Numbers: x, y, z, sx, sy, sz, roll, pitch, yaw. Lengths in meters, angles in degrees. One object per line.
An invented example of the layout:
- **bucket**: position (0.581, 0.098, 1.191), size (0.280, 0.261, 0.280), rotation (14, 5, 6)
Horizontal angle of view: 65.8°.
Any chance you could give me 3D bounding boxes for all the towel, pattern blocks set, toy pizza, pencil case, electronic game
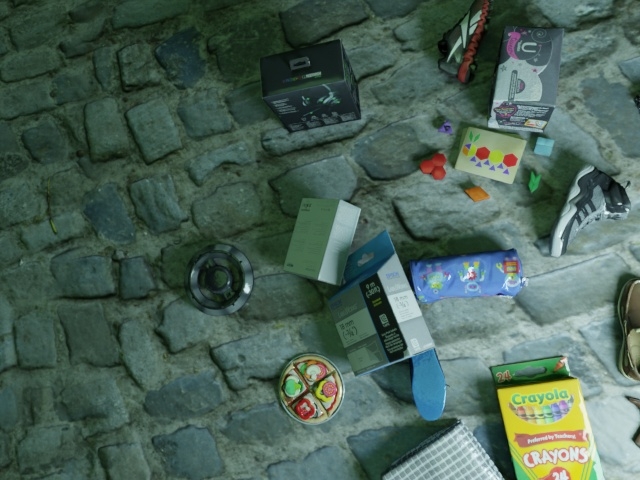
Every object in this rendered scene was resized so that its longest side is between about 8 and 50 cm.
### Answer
- **towel**: position (0.317, 0.637, 1.269), size (0.283, 0.121, 0.235), rotation (-38, 72, 6)
- **pattern blocks set**: position (0.485, -0.249, 1.434), size (0.324, 0.026, 0.286), rotation (27, 88, 18)
- **toy pizza**: position (-0.030, 0.434, 1.444), size (0.201, 0.032, 0.202), rotation (-3, 79, 15)
- **pencil case**: position (0.395, 0.101, 1.348), size (0.305, 0.119, 0.133), rotation (-6, 87, 14)
- **electronic game**: position (-0.323, 0.125, 1.570), size (0.229, 0.048, 0.230), rotation (-1, 85, 9)

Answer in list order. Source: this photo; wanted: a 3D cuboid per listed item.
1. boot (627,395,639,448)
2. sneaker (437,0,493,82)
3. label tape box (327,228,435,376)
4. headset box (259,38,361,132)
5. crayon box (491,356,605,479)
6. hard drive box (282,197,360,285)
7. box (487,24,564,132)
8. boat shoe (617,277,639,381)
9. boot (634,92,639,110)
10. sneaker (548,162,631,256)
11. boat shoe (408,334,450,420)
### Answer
- **boot**: position (0.795, 0.457, 1.222), size (0.106, 0.037, 0.114), rotation (24, 92, 20)
- **sneaker**: position (0.427, -0.614, 1.479), size (0.134, 0.097, 0.276), rotation (18, 86, 15)
- **label tape box**: position (0.136, 0.173, 1.344), size (0.240, 0.105, 0.334), rotation (-39, 67, 47)
- **headset box**: position (-0.025, -0.452, 1.474), size (0.246, 0.283, 0.132), rotation (-8, 78, 14)
- **crayon box**: position (0.569, 0.470, 1.254), size (0.202, 0.081, 0.319), rotation (-13, 76, 13)
- **hard drive box**: position (0.000, 0.000, 1.443), size (0.181, 0.089, 0.233), rotation (9, 81, 52)
- **box**: position (0.565, -0.449, 1.372), size (0.163, 0.142, 0.248), rotation (10, 74, 15)
- **boat shoe**: position (0.802, 0.220, 1.229), size (0.095, 0.095, 0.258), rotation (2, 80, 15)
- **boot**: position (0.923, -0.368, 1.333), size (0.121, 0.045, 0.099), rotation (-17, 73, 12)
- **sneaker**: position (0.713, -0.064, 1.300), size (0.153, 0.101, 0.269), rotation (23, 84, 20)
- **boat shoe**: position (0.294, 0.350, 1.347), size (0.108, 0.089, 0.259), rotation (-5, 75, 12)
